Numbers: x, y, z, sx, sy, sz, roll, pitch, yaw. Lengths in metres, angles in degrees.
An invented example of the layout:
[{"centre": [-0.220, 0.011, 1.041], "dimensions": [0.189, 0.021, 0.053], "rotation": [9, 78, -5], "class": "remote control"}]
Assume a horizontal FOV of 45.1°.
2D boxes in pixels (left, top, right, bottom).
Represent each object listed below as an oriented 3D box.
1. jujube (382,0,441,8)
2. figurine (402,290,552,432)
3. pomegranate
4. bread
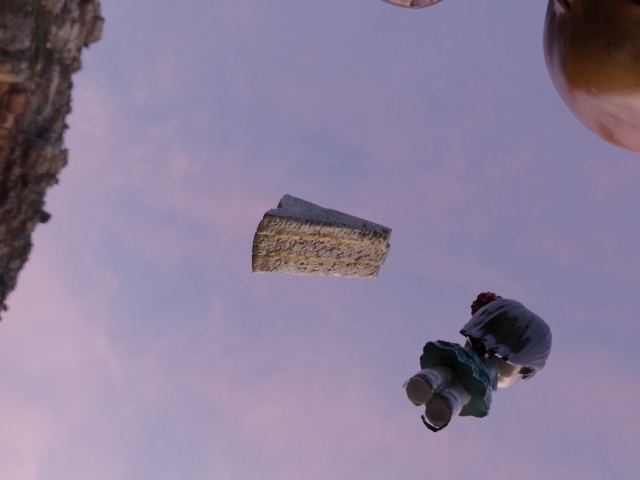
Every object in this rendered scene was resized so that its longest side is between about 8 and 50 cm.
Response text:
[{"centre": [0.131, -0.416, 0.996], "dimensions": [0.168, 0.168, 0.236], "rotation": [-1, -119, 37], "class": "jujube"}, {"centre": [0.210, 0.154, 1.034], "dimensions": [0.138, 0.246, 0.110], "rotation": [48, -44, 19], "class": "figurine"}, {"centre": [0.252, -0.159, 0.523], "dimensions": [0.209, 0.209, 0.209], "rotation": [-1, -92, 37], "class": "pomegranate"}, {"centre": [0.004, 0.009, 0.915], "dimensions": [0.152, 0.105, 0.077], "rotation": [17, -69, 4], "class": "bread"}]
